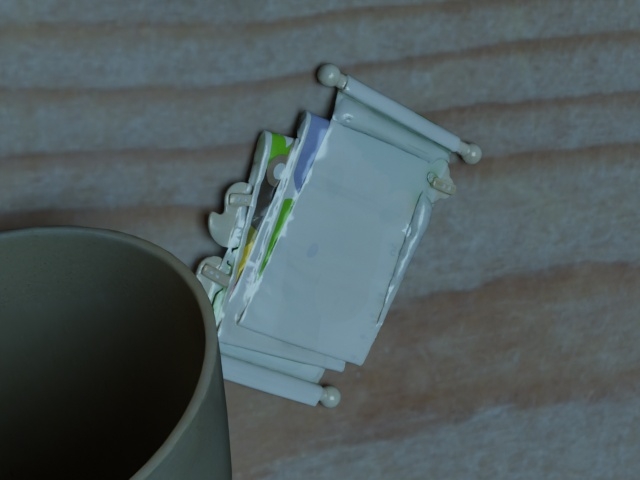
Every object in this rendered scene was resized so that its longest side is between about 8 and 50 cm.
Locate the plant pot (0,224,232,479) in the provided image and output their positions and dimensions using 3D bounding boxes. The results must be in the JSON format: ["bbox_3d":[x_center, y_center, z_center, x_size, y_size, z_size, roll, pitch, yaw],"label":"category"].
[{"bbox_3d":[-0.153,0.175,0.790,0.256,0.256,0.274,-31,132,-21],"label":"plant pot"}]

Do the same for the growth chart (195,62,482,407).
[{"bbox_3d":[0.000,0.000,0.946,0.172,0.021,0.237,31,85,-31],"label":"growth chart"}]
